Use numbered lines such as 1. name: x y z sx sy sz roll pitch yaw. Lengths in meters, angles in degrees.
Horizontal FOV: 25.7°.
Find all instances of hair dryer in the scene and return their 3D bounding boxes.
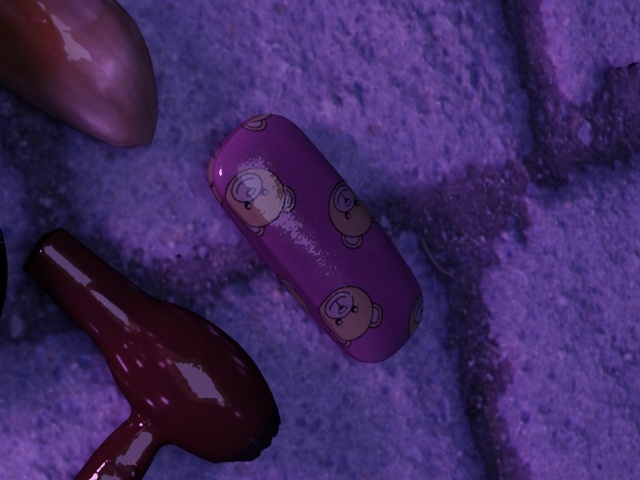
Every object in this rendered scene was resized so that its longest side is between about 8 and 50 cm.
1. hair dryer: -0.240 0.199 1.427 0.312 0.123 0.340 38 82 -12

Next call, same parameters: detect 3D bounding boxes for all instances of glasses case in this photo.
1. glasses case: 0.000 0.000 1.560 0.123 0.076 0.316 -47 111 -22

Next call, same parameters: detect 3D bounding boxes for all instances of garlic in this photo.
1. garlic: -0.279 -0.216 1.401 0.318 0.112 0.143 33 76 -14

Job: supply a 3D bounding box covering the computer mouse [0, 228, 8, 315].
1. computer mouse: -0.359 0.055 1.321 0.137 0.096 0.233 20 84 -59
